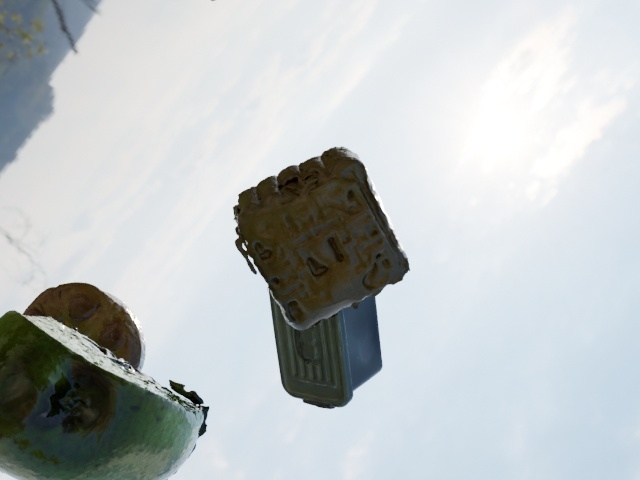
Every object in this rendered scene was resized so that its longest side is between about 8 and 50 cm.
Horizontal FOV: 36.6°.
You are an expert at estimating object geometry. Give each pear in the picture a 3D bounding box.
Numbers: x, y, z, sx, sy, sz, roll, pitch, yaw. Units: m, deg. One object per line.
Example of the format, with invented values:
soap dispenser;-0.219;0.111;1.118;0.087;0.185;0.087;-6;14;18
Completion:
pear;-0.258;0.189;1.018;0.164;0.238;0.255;-61;176;-8

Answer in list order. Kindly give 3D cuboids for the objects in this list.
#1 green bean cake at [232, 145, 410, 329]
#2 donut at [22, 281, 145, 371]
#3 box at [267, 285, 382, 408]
green bean cake;0.000;0.000;1.461;0.224;0.230;0.131;-28;-163;1
donut;-0.396;0.180;1.580;0.226;0.226;0.114;-50;178;3
box;0.016;0.162;1.733;0.163;0.243;0.135;2;-164;40
